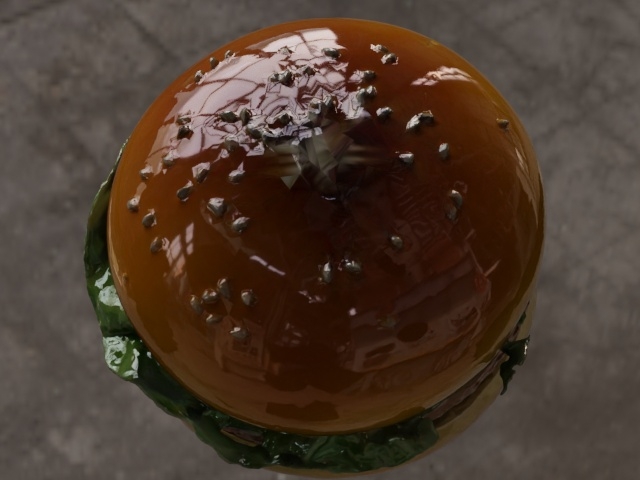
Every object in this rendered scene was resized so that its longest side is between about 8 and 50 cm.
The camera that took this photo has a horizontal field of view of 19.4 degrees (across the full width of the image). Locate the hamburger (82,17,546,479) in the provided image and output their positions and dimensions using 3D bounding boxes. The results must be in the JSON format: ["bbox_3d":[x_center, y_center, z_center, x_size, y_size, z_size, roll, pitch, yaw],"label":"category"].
[{"bbox_3d":[0.002,0.000,0.944,0.246,0.170,0.246,0,67,1],"label":"hamburger"}]
